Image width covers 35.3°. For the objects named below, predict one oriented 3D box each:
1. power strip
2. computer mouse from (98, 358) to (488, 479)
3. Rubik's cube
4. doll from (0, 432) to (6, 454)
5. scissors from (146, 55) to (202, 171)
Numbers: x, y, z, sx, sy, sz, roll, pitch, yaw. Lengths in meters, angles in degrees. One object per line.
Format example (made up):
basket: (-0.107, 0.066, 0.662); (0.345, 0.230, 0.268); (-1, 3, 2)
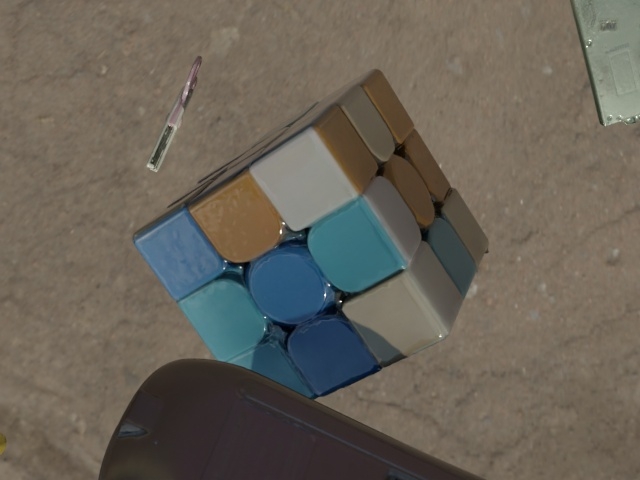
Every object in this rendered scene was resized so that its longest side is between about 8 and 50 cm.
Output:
power strip: (0.214, -0.150, 0.734); (0.050, 0.019, 0.136); (-18, 112, 9)
computer mouse: (0.010, 0.137, 0.467); (0.232, 0.120, 0.057); (25, 134, -4)
Rubik's cube: (0.000, 0.000, 1.492); (0.346, 0.347, 0.344); (-30, 99, 26)
doll: (-0.260, 0.221, 0.590); (0.098, 0.135, 0.241); (34, 97, -17)
scissors: (-0.191, -0.162, 1.323); (0.022, 0.176, 0.085); (22, 150, -6)
